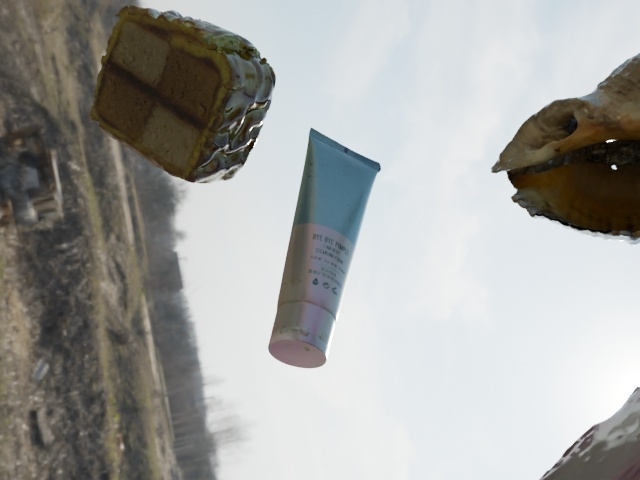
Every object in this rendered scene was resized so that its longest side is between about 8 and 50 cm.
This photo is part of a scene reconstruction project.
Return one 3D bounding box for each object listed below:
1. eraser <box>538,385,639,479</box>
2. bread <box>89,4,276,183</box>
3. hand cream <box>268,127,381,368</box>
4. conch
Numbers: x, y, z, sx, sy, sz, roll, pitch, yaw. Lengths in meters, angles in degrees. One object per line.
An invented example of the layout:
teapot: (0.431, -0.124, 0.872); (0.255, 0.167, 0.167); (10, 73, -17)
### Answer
eraser: (0.324, 0.338, 0.605); (0.359, 0.272, 0.122); (46, -2, 0)
bread: (-0.169, -0.178, 0.872); (0.222, 0.096, 0.181); (31, -69, 28)
hand cream: (0.000, 0.000, 0.888); (0.070, 0.111, 0.312); (-44, -155, 50)
conch: (0.278, -0.077, 0.652); (0.178, 0.245, 0.163); (-84, 157, -52)
